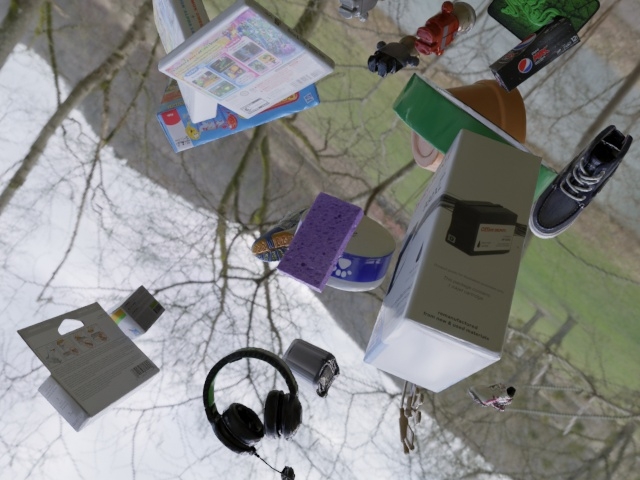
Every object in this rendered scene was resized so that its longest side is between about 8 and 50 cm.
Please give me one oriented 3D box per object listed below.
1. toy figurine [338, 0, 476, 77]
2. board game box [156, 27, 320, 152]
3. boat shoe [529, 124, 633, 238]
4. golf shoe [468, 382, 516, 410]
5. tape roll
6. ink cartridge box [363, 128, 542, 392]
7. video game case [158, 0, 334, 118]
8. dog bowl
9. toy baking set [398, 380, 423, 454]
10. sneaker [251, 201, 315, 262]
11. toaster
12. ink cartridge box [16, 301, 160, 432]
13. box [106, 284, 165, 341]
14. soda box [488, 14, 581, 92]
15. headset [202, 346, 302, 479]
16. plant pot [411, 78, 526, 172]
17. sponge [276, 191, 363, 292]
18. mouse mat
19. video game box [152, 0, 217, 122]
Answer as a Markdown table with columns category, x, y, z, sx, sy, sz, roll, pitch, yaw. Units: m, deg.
| category | x | y | z | sx | sy | sz | roll | pitch | yaw |
| --- | --- | --- | --- | --- | --- | --- | --- | --- | --- |
| toy figurine | 0.161 | -0.436 | 1.051 | 0.213 | 0.148 | 0.209 | 57 | 150 | -11 |
| board game box | -0.173 | -0.330 | 1.189 | 0.302 | 0.308 | 0.086 | -103 | -6 | -56 |
| boat shoe | 0.688 | -0.161 | 1.493 | 0.127 | 0.341 | 0.158 | 38 | 180 | 18 |
| golf shoe | 0.512 | 0.452 | 1.669 | 0.186 | 0.086 | 0.067 | 22 | -161 | -39 |
| tape roll | 0.285 | -0.190 | 1.039 | 0.321 | 0.077 | 0.321 | 30 | -158 | -13 |
| ink cartridge box | 0.187 | 0.034 | 0.805 | 0.128 | 0.308 | 0.223 | 22 | 153 | 2 |
| video game case | -0.087 | -0.208 | 0.663 | 0.143 | 0.157 | 0.019 | 22 | -120 | -45 |
| dog bowl | 0.060 | 0.015 | 1.469 | 0.264 | 0.104 | 0.265 | 15 | -153 | -8 |
| toy baking set | 0.261 | 0.472 | 1.588 | 0.030 | 0.197 | 0.256 | 13 | -153 | -5 |
| sneaker | -0.101 | -0.030 | 1.859 | 0.131 | 0.296 | 0.112 | 53 | 160 | 46 |
| toaster | -0.033 | 0.404 | 1.781 | 0.146 | 0.129 | 0.227 | 23 | 156 | 22 |
| ink cartridge box | -0.572 | 0.296 | 1.375 | 0.261 | 0.066 | 0.296 | 45 | -165 | 5 |
| box | -0.562 | 0.234 | 1.598 | 0.103 | 0.203 | 0.114 | 50 | -148 | -12 |
| soda box | 0.438 | -0.385 | 1.150 | 0.060 | 0.168 | 0.053 | 48 | -165 | -24 |
| headset | -0.152 | 0.471 | 1.467 | 0.185 | 0.243 | 0.395 | -1 | -109 | -84 |
| plant pot | 0.373 | -0.288 | 1.482 | 0.203 | 0.291 | 0.291 | 2 | -156 | -15 |
| sponge | 0.000 | 0.000 | 1.249 | 0.117 | 0.210 | 0.031 | 22 | 164 | 27 |
| mouse mat | 0.480 | -0.504 | 1.211 | 0.189 | 0.153 | 0.007 | 39 | -143 | 2 |
| video game box | -0.198 | -0.297 | 0.820 | 0.187 | 0.048 | 0.205 | 67 | 164 | 3 |
